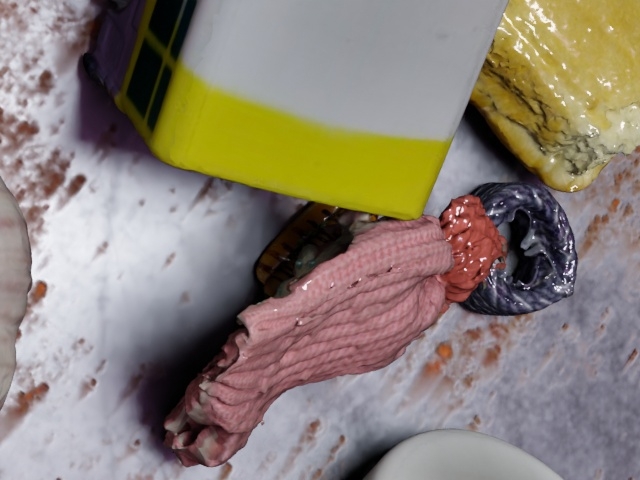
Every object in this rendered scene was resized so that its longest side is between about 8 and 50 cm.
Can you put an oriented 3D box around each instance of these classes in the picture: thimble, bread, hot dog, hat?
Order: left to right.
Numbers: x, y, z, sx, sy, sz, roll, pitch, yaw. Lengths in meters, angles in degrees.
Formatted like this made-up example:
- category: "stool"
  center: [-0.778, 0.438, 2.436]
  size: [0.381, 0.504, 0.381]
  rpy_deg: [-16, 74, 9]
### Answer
- category: "hot dog"
  center: [0.000, 0.000, 1.085]
  size: [0.122, 0.037, 0.049]
  rpy_deg: [-46, 107, -18]
- category: "hat"
  center: [0.015, 0.044, 1.014]
  size: [0.286, 0.237, 0.107]
  rpy_deg: [-29, 79, -27]
- category: "thimble"
  center: [0.147, 0.008, 1.141]
  size: [0.095, 0.066, 0.104]
  rpy_deg: [-27, 101, -23]
- category: "bread"
  center: [0.172, -0.164, 1.110]
  size: [0.245, 0.121, 0.174]
  rpy_deg: [45, 71, -19]

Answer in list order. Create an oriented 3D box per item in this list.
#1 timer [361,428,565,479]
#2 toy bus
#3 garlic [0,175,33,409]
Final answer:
- category: "timer"
  center: [0.129, 0.237, 1.041]
  size: [0.233, 0.233, 0.240]
  rpy_deg: [16, 129, -25]
- category: "toy bus"
  center: [0.025, -0.256, 0.908]
  size: [0.209, 0.249, 0.440]
  rpy_deg: [13, 108, -26]
- category: "garlic"
  center: [-0.314, 0.038, 0.826]
  size: [0.317, 0.259, 0.318]
  rpy_deg: [0, 91, 11]
